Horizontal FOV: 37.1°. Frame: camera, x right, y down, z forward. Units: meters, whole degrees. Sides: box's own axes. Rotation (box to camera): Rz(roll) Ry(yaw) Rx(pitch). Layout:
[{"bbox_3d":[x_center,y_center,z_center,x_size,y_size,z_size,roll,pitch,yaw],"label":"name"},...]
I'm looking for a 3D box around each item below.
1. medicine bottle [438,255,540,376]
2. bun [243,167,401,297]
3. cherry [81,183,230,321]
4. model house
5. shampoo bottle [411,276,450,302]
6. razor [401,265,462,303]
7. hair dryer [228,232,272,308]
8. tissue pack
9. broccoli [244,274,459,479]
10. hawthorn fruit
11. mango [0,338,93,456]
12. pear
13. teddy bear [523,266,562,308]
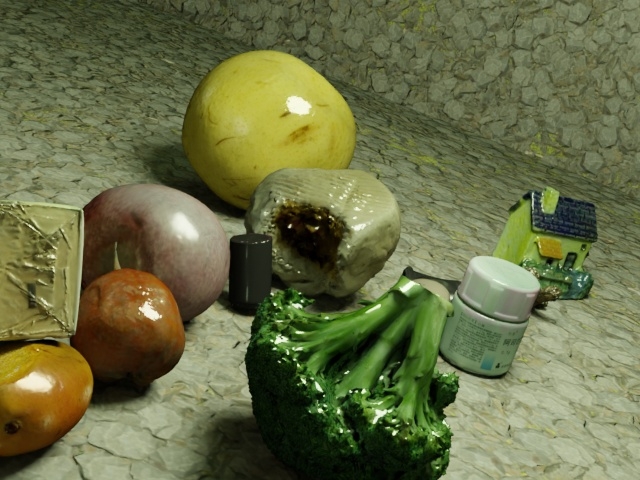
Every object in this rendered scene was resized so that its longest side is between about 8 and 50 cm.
[{"bbox_3d":[0.278,0.124,1.582,0.135,0.168,0.135,15,20,-5],"label":"medicine bottle"},{"bbox_3d":[0.003,-0.008,1.666,0.282,0.204,0.281,6,32,-4],"label":"bun"},{"bbox_3d":[-0.236,0.013,1.399,0.239,0.206,0.239,3,21,-1],"label":"cherry"},{"bbox_3d":[0.509,-0.002,2.049,0.194,0.211,0.170,9,19,-24],"label":"model house"},{"bbox_3d":[0.149,0.125,1.572,0.078,0.127,0.257,60,25,-12],"label":"shampoo bottle"},{"bbox_3d":[0.215,0.098,1.766,0.148,0.054,0.090,15,20,-5],"label":"razor"},{"bbox_3d":[-0.194,0.043,1.560,0.248,0.114,0.070,4,8,22],"label":"hair dryer"},{"bbox_3d":[-0.377,0.036,1.171,0.125,0.159,0.234,4,-2,-27],"label":"tissue pack"},{"bbox_3d":[0.047,0.165,1.169,0.308,0.275,0.308,37,0,0],"label":"broccoli"},{"bbox_3d":[-0.253,0.097,1.212,0.149,0.189,0.149,-18,3,1],"label":"hawthorn fruit"},{"bbox_3d":[-0.330,0.172,1.069,0.141,0.102,0.217,-7,13,7],"label":"mango"},{"bbox_3d":[-0.105,-0.217,1.936,0.348,0.348,0.348,15,20,-6],"label":"pear"},{"bbox_3d":[0.409,0.102,1.898,0.119,0.078,0.160,34,-3,-5],"label":"teddy bear"}]
